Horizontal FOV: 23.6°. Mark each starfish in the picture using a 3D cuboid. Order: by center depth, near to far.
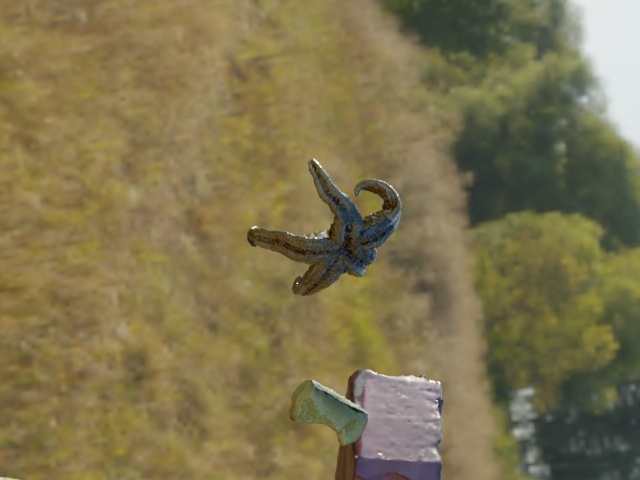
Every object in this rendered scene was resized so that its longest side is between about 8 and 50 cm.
[{"bbox_3d":[-0.001,0.000,1.716,0.190,0.146,0.074,-58,-141,35],"label":"starfish"}]

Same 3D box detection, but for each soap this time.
[{"bbox_3d":[0.065,0.276,1.547,0.162,0.099,0.250,-94,-172,-57],"label":"soap"}]

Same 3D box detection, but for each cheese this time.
[{"bbox_3d":[0.008,0.161,1.415,0.083,0.044,0.030,34,0,-33],"label":"cheese"}]

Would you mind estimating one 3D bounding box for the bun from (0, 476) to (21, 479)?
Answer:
[{"bbox_3d":[-0.396,0.381,1.805,0.134,0.220,0.220,41,41,-80],"label":"bun"}]
